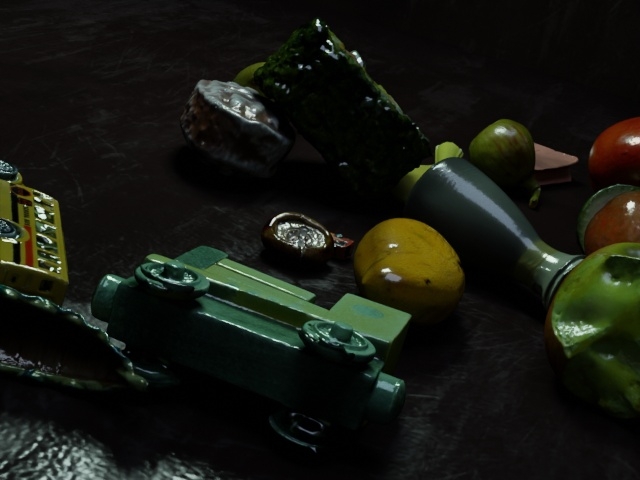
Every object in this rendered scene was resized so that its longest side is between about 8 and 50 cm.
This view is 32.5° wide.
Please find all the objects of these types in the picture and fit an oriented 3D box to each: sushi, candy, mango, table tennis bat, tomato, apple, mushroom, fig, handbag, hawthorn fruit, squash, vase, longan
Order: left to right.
[{"bbox_3d":[-0.161,-0.210,2.090,0.214,0.157,0.289,28,13,-14],"label":"candy"},{"bbox_3d":[-0.119,-0.310,2.401,0.155,0.176,0.145,42,74,17],"label":"longan"},{"bbox_3d":[-0.037,0.003,1.780,0.123,0.052,0.123,11,35,-8],"label":"mushroom"},{"bbox_3d":[0.049,-0.251,2.117,0.352,0.178,0.294,47,10,-7],"label":"sushi"},{"bbox_3d":[0.131,0.057,1.670,0.177,0.120,0.295,23,24,3],"label":"mango"},{"bbox_3d":[0.250,-0.125,2.280,0.224,0.054,0.368,14,26,4],"label":"table tennis bat"},{"bbox_3d":[0.306,0.003,1.864,0.173,0.173,0.321,-10,38,-46],"label":"vase"},{"bbox_3d":[0.415,-0.175,2.369,0.186,0.142,0.148,36,2,-1],"label":"fig"},{"bbox_3d":[0.477,-0.180,2.531,0.213,0.059,0.157,-10,32,-44],"label":"handbag"},{"bbox_3d":[0.574,-0.026,2.093,0.170,0.170,0.123,19,10,12],"label":"squash"},{"bbox_3d":[0.443,0.119,1.560,0.246,0.226,0.246,10,20,-4],"label":"apple"},{"bbox_3d":[0.573,0.041,1.886,0.211,0.210,0.262,5,40,-22],"label":"hawthorn fruit"},{"bbox_3d":[0.709,-0.148,2.286,0.299,0.298,0.226,17,55,8],"label":"tomato"}]

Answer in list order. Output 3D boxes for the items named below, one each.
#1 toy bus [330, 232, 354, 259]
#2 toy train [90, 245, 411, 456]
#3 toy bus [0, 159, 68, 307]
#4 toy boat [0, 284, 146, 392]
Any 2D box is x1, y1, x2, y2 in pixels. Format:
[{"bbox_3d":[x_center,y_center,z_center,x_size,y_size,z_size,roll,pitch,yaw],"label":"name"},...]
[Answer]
[{"bbox_3d":[0.000,0.000,1.842,0.110,0.031,0.043,20,25,20],"label":"toy bus"},{"bbox_3d":[-0.075,0.119,1.354,0.397,0.160,0.253,19,16,11],"label":"toy train"},{"bbox_3d":[-0.407,0.009,1.457,0.123,0.121,0.335,15,20,-22],"label":"toy bus"},{"bbox_3d":[-0.333,0.115,1.263,0.293,0.108,0.099,17,8,-1],"label":"toy boat"}]
